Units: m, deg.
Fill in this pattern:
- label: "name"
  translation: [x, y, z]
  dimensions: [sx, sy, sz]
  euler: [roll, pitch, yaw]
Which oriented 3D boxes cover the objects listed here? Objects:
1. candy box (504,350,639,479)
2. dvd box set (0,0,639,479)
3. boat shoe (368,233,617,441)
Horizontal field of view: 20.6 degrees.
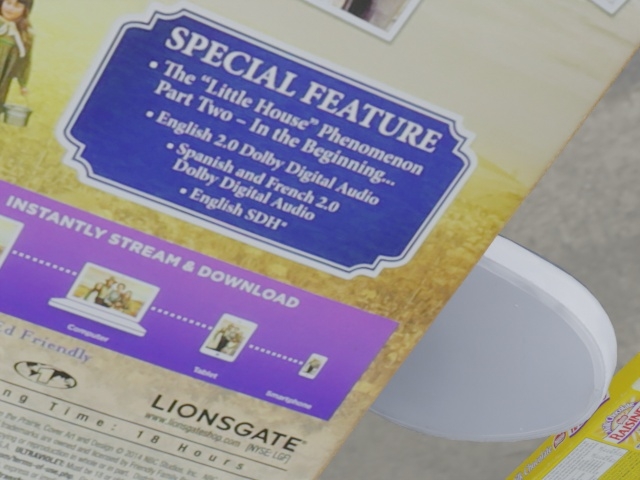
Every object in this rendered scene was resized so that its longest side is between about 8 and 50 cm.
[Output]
- label: "candy box"
  translation: [0.213, 0.155, 1.257]
  dimensions: [0.105, 0.206, 0.027]
  euler: [19, 44, -22]
- label: "dvd box set"
  translation: [-0.056, -0.108, 0.423]
  dimensions: [0.308, 0.420, 0.062]
  euler: [20, 33, -21]
- label: "boat shoe"
  translation: [0.000, 0.000, 0.692]
  dimensions: [0.084, 0.258, 0.095]
  euler: [-46, 148, -49]
